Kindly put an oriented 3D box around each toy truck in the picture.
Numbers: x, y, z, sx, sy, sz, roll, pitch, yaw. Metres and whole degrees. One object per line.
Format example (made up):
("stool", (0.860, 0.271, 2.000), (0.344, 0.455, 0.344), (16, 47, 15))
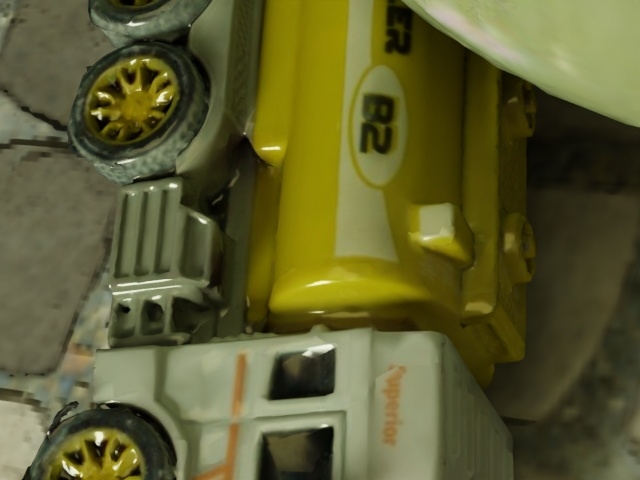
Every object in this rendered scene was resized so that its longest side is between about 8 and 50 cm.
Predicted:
("toy truck", (0.000, 0.000, 0.507), (0.114, 0.098, 0.227), (-6, 61, 19))

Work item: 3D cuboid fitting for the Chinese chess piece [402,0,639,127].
("Chinese chess piece", (0.134, -0.186, 0.452), (0.349, 0.146, 0.349), (-4, 57, 7))
